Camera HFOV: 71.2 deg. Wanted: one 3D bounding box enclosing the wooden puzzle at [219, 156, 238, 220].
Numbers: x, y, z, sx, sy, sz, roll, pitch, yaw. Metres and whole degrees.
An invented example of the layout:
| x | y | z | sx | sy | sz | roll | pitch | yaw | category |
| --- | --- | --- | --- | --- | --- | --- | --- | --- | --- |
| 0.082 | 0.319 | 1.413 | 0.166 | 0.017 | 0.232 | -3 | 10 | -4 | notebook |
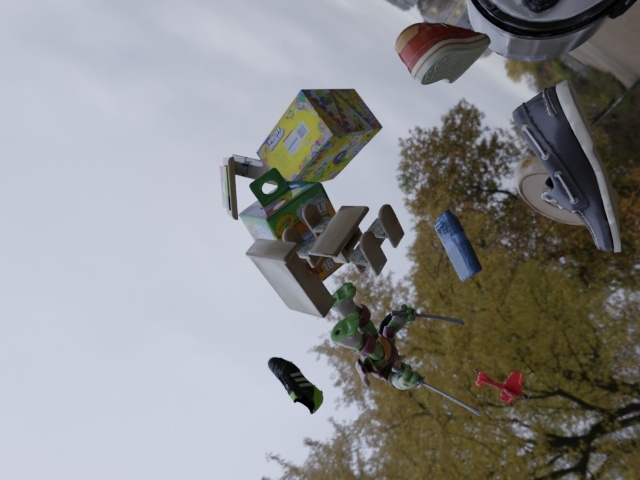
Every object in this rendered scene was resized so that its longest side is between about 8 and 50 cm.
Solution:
| x | y | z | sx | sy | sz | roll | pitch | yaw | category |
| --- | --- | --- | --- | --- | --- | --- | --- | --- | --- |
| -0.338 | -0.193 | 1.639 | 0.044 | 0.221 | 0.239 | -5 | -169 | -15 | wooden puzzle |

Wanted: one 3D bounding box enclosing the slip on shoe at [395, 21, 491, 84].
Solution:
| x | y | z | sx | sy | sz | roll | pitch | yaw | category |
| --- | --- | --- | --- | --- | --- | --- | --- | --- | --- |
| 0.253 | -0.387 | 0.904 | 0.101 | 0.123 | 0.331 | 51 | -139 | 8 | slip on shoe |

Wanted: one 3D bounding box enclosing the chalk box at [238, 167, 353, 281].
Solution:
| x | y | z | sx | sy | sz | roll | pitch | yaw | category |
| --- | --- | --- | --- | --- | --- | --- | --- | --- | --- |
| -0.073 | -0.042 | 1.147 | 0.180 | 0.179 | 0.289 | -39 | -64 | -22 | chalk box |

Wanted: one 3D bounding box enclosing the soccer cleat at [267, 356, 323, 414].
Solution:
| x | y | z | sx | sy | sz | roll | pitch | yaw | category |
| --- | --- | --- | --- | --- | --- | --- | --- | --- | --- |
| -0.068 | 0.368 | 1.144 | 0.179 | 0.060 | 0.072 | 39 | -153 | 2 | soccer cleat |

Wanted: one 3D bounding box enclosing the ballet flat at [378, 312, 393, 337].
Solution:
| x | y | z | sx | sy | sz | roll | pitch | yaw | category |
| --- | --- | --- | --- | --- | --- | --- | --- | --- | --- |
| 0.212 | 0.300 | 1.440 | 0.057 | 0.049 | 0.173 | 13 | -135 | 24 | ballet flat |

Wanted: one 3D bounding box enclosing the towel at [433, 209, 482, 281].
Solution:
| x | y | z | sx | sy | sz | roll | pitch | yaw | category |
| --- | --- | --- | --- | --- | --- | --- | --- | --- | --- |
| 0.238 | 0.008 | 0.771 | 0.029 | 0.067 | 0.119 | -20 | -106 | -8 | towel |

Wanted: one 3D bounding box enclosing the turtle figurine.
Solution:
| x | y | z | sx | sy | sz | roll | pitch | yaw | category |
| --- | --- | --- | --- | --- | --- | --- | --- | --- | --- |
| 0.157 | 0.193 | 0.905 | 0.266 | 0.275 | 0.198 | 41 | -122 | -28 | turtle figurine |

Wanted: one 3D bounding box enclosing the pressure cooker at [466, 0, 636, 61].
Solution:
| x | y | z | sx | sy | sz | roll | pitch | yaw | category |
| --- | --- | --- | --- | --- | --- | --- | --- | --- | --- |
| 0.500 | -0.604 | 0.965 | 0.375 | 0.370 | 0.420 | 61 | -156 | 1 | pressure cooker |

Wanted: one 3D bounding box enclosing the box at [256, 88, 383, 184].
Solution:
| x | y | z | sx | sy | sz | roll | pitch | yaw | category |
| --- | --- | --- | --- | --- | --- | --- | --- | --- | --- |
| -0.004 | -0.329 | 1.470 | 0.279 | 0.290 | 0.177 | -22 | -106 | -48 | box |

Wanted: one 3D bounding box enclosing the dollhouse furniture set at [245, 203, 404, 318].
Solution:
| x | y | z | sx | sy | sz | roll | pitch | yaw | category |
| --- | --- | --- | --- | --- | --- | --- | --- | --- | --- |
| 0.000 | 0.000 | 0.871 | 0.242 | 0.212 | 0.161 | -53 | -51 | -29 | dollhouse furniture set |

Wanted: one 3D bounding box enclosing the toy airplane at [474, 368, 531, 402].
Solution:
| x | y | z | sx | sy | sz | roll | pitch | yaw | category |
| --- | --- | --- | --- | --- | --- | --- | --- | --- | --- |
| 0.470 | 0.377 | 1.163 | 0.151 | 0.151 | 0.028 | 38 | -127 | 6 | toy airplane |

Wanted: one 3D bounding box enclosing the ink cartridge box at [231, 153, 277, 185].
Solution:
| x | y | z | sx | sy | sz | roll | pitch | yaw | category |
| --- | --- | --- | --- | --- | --- | --- | --- | --- | --- |
| -0.233 | -0.263 | 1.696 | 0.191 | 0.082 | 0.140 | 17 | -175 | 38 | ink cartridge box |

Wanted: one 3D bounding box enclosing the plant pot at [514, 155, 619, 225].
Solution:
| x | y | z | sx | sy | sz | roll | pitch | yaw | category |
| --- | --- | --- | --- | --- | --- | --- | --- | --- | --- |
| 0.559 | -0.106 | 1.043 | 0.236 | 0.236 | 0.032 | 36 | -103 | 9 | plant pot |

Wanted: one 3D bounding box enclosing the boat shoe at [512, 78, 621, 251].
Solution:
| x | y | z | sx | sy | sz | roll | pitch | yaw | category |
| --- | --- | --- | --- | --- | --- | --- | --- | --- | --- |
| 0.276 | -0.071 | 0.494 | 0.206 | 0.065 | 0.075 | 58 | -141 | -19 | boat shoe |
